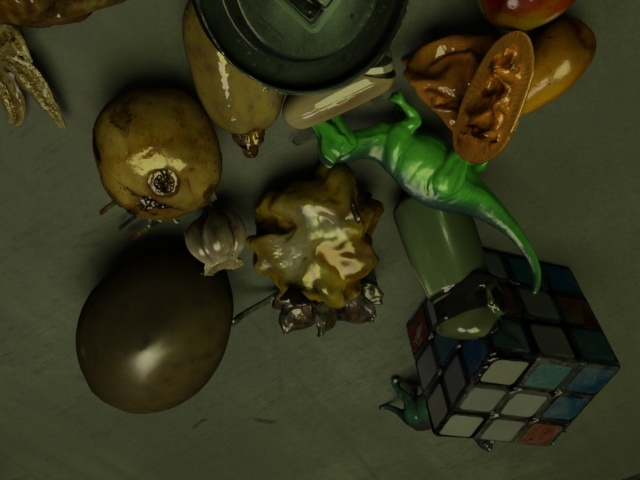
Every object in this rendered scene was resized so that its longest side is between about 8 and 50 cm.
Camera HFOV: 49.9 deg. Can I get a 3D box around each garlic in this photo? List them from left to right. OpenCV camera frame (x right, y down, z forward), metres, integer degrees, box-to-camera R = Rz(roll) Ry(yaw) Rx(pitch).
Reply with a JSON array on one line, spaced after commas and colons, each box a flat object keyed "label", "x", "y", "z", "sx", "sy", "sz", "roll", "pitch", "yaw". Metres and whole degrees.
[{"label": "garlic", "x": -0.227, "y": -0.032, "z": 1.487, "sx": 0.131, "sy": 0.194, "sz": 0.127, "roll": -11, "pitch": 157, "yaw": -2}]

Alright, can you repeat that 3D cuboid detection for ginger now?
[{"label": "ginger", "x": -0.454, "y": -0.446, "z": 1.091, "sx": 0.223, "sy": 0.269, "sz": 0.201, "roll": 28, "pitch": 127, "yaw": 24}]

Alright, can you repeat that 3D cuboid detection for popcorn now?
[{"label": "popcorn", "x": 0.000, "y": 0.000, "z": 1.503, "sx": 0.315, "sy": 0.281, "sz": 0.297, "roll": -30, "pitch": 96, "yaw": 9}]

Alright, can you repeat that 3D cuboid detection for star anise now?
[{"label": "star anise", "x": -0.003, "y": 0.136, "z": 1.644, "sx": 0.359, "sy": 0.315, "sz": 0.139, "roll": -25, "pitch": 107, "yaw": -35}]

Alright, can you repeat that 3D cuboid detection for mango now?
[{"label": "mango", "x": 0.429, "y": -0.327, "z": 1.325, "sx": 0.112, "sy": 0.145, "sz": 0.219, "roll": 36, "pitch": 123, "yaw": -14}]

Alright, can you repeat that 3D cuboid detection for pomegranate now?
[{"label": "pomegranate", "x": -0.311, "y": -0.167, "z": 1.318, "sx": 0.260, "sy": 0.260, "sz": 0.260, "roll": -3, "pitch": 132, "yaw": -4}]

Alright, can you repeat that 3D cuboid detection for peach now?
[{"label": "peach", "x": 0.361, "y": -0.456, "z": 1.175, "sx": 0.197, "sy": 0.197, "sz": 0.197, "roll": -3, "pitch": 132, "yaw": -4}]

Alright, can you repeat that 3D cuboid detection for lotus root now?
[{"label": "lotus root", "x": -0.152, "y": -0.310, "z": 1.270, "sx": 0.169, "sy": 0.151, "sz": 0.343, "roll": -18, "pitch": 133, "yaw": -11}]

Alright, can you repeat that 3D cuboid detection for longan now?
[{"label": "longan", "x": -0.377, "y": 0.205, "z": 1.584, "sx": 0.336, "sy": 0.404, "sz": 0.405, "roll": 38, "pitch": 126, "yaw": 10}]

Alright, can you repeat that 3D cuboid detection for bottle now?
[{"label": "bottle", "x": 0.286, "y": 0.056, "z": 1.502, "sx": 0.168, "sy": 0.347, "sz": 0.168, "roll": -16, "pitch": 161, "yaw": -6}]

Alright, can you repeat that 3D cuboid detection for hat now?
[{"label": "hat", "x": 0.242, "y": -0.299, "z": 1.300, "sx": 0.233, "sy": 0.233, "sz": 0.244, "roll": -52, "pitch": 144, "yaw": -4}]

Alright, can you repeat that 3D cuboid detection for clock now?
[{"label": "clock", "x": -0.029, "y": -0.433, "z": 1.121, "sx": 0.386, "sy": 0.076, "sz": 0.386, "roll": -10, "pitch": 115, "yaw": -23}]

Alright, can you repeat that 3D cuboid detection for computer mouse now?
[{"label": "computer mouse", "x": 0.031, "y": -0.294, "z": 1.308, "sx": 0.236, "sy": 0.145, "sz": 0.082, "roll": -23, "pitch": 115, "yaw": 15}]

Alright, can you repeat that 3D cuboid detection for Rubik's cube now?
[{"label": "Rubik's cube", "x": 0.464, "y": 0.266, "z": 1.728, "sx": 0.363, "sy": 0.359, "sz": 0.362, "roll": 7, "pitch": 129, "yaw": -16}]

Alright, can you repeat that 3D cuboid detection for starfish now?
[{"label": "starfish", "x": -0.590, "y": -0.325, "z": 1.216, "sx": 0.375, "sy": 0.094, "sz": 0.327, "roll": 35, "pitch": 150, "yaw": -33}]

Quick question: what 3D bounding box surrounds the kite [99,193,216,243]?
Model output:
[{"label": "kite", "x": -0.360, "y": -0.093, "z": 1.497, "sx": 0.285, "sy": 0.015, "sz": 0.152, "roll": -30, "pitch": 96, "yaw": 23}]

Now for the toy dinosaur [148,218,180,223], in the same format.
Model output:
[{"label": "toy dinosaur", "x": -0.360, "y": -0.063, "z": 1.544, "sx": 0.180, "sy": 0.037, "sz": 0.058, "roll": -7, "pitch": 109, "yaw": -9}]

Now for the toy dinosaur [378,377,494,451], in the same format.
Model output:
[{"label": "toy dinosaur", "x": 0.314, "y": 0.517, "z": 1.934, "sx": 0.129, "sy": 0.331, "sz": 0.383, "roll": 19, "pitch": 128, "yaw": -28}]

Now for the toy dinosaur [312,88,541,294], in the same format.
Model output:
[{"label": "toy dinosaur", "x": 0.227, "y": -0.075, "z": 1.387, "sx": 0.374, "sy": 0.500, "sz": 0.144, "roll": -19, "pitch": 176, "yaw": -15}]
